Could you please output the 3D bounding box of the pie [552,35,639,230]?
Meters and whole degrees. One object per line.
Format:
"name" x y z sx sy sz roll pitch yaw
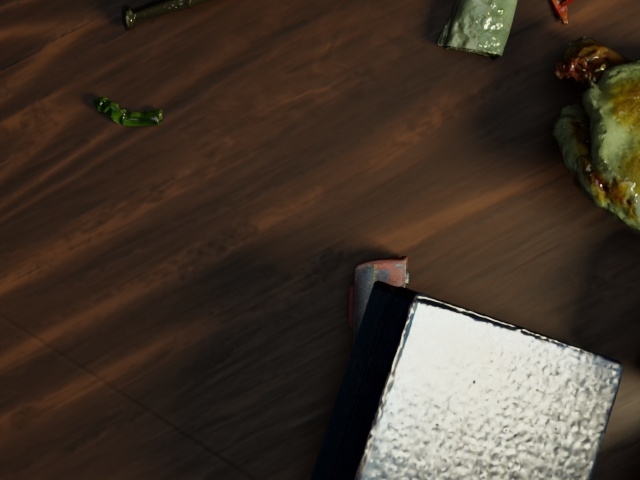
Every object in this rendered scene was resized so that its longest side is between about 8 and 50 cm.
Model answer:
"pie" 0.391 -0.102 1.445 0.274 0.105 0.257 4 58 -12

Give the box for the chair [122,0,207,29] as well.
"chair" -0.021 -0.440 1.356 0.410 0.364 0.362 -5 88 -7

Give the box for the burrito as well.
"burrito" 0.186 -0.266 1.502 0.074 0.044 0.118 18 92 3

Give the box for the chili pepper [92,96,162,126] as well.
"chili pepper" -0.221 -0.145 1.499 0.083 0.022 0.027 14 122 -2

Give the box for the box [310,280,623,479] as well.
"box" 0.153 0.209 1.412 0.279 0.116 0.261 19 89 -25

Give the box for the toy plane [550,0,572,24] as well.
"toy plane" 0.355 -0.321 1.496 0.194 0.077 0.126 -5 80 7

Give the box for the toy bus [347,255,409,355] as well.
"toy bus" 0.069 0.113 1.480 0.077 0.065 0.192 1 89 5
